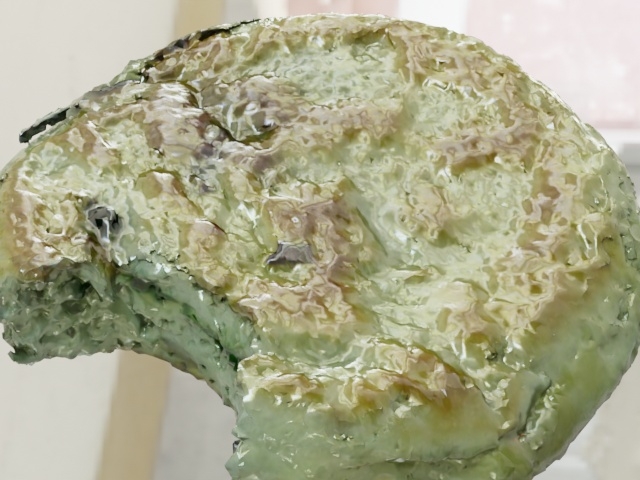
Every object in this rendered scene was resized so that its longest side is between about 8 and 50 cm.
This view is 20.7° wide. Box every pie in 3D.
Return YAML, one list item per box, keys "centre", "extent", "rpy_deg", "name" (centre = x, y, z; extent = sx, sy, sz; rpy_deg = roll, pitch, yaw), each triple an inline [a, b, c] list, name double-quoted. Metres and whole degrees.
- centre: [0.005, -0.004, 0.765]
  extent: [0.302, 0.303, 0.067]
  rpy_deg: [-77, -3, -48]
  name: "pie"
